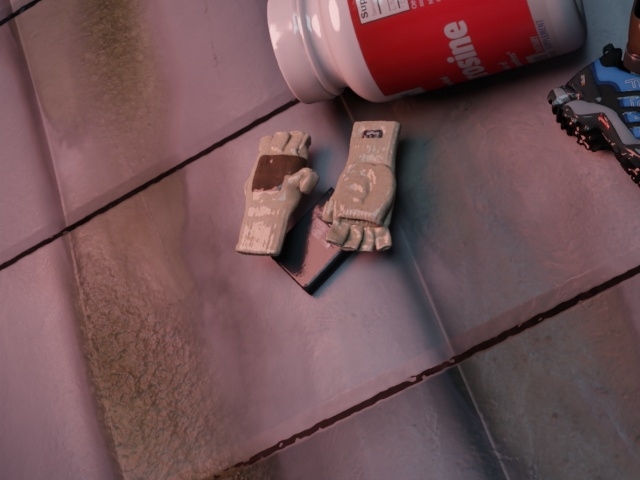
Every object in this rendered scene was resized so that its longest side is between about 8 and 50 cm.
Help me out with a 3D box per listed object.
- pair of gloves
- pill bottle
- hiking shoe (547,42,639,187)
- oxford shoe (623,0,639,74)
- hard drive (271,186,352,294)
[{"bbox_3d":[-0.002,-0.070,1.562,0.240,0.042,0.204,-5,63,22],"label":"pair of gloves"},{"bbox_3d":[0.144,-0.324,1.522,0.408,0.229,0.229,-13,63,20],"label":"pill bottle"},{"bbox_3d":[0.425,-0.139,1.376,0.132,0.113,0.304,-46,57,2],"label":"hiking shoe"},{"bbox_3d":[0.451,-0.316,1.425,0.083,0.096,0.227,9,45,18],"label":"oxford shoe"},{"bbox_3d":[0.000,0.000,1.568,0.135,0.022,0.094,-46,57,0],"label":"hard drive"}]
